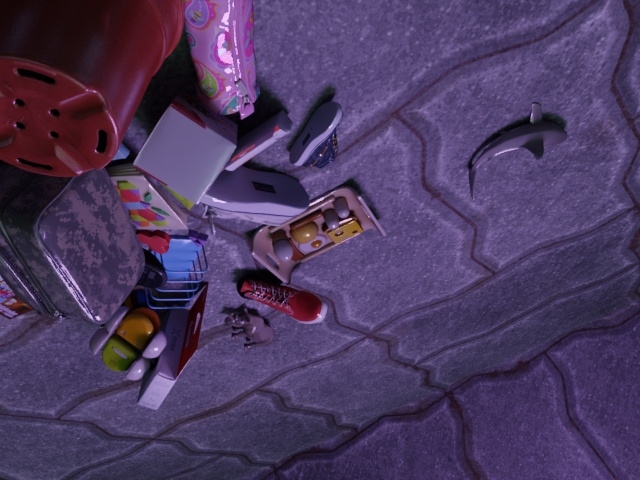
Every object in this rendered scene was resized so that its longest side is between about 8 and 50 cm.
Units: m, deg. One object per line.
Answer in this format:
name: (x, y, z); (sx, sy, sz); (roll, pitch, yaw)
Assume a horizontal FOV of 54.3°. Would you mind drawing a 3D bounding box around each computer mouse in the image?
computer mouse: (-0.450, 0.007, 1.368); (0.262, 0.060, 0.184); (20, 140, -10)

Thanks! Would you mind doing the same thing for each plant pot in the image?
plant pot: (-0.342, -0.246, 0.833); (0.273, 0.264, 0.272); (2, 144, 2)

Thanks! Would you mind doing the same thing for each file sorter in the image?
file sorter: (-0.356, 0.080, 1.522); (0.118, 0.104, 0.170); (3, 142, -29)

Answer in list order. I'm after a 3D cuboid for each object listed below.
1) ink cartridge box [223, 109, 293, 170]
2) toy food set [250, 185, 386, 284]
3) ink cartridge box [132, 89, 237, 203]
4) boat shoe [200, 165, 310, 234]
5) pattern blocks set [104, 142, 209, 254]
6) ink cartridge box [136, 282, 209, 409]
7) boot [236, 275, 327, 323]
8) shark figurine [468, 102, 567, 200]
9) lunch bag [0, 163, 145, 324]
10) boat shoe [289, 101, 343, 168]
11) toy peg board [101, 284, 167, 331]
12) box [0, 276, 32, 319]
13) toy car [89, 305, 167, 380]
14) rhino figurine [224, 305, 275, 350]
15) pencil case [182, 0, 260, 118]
ink cartridge box: (-0.126, -0.177, 1.201); (0.146, 0.179, 0.045); (-31, 114, 17)
toy food set: (0.000, 0.000, 1.594); (0.306, 0.092, 0.219); (-26, 146, 12)
ink cartridge box: (-0.231, -0.170, 1.098); (0.128, 0.176, 0.127); (31, 104, -17)
boat shoe: (-0.201, -0.088, 1.345); (0.156, 0.135, 0.367); (-38, 152, 32)
pattern blocks set: (-0.359, -0.078, 1.233); (0.286, 0.026, 0.325); (-11, 138, 38)
ink cartridge box: (-0.382, 0.261, 1.627); (0.060, 0.275, 0.238); (25, 118, -18)
boot: (-0.113, 0.155, 1.674); (0.244, 0.088, 0.176); (12, 172, 45)
shark figurine: (0.474, -0.213, 1.505); (0.278, 0.116, 0.166); (-26, 145, 7)
lunch bag: (-0.516, 0.001, 1.185); (0.256, 0.212, 0.305); (7, 137, 22)
boat shoe: (0.012, -0.219, 1.310); (0.083, 0.065, 0.183); (5, 147, -34)
toy peg board: (-0.500, 0.195, 1.642); (0.161, 0.079, 0.161); (-17, 148, -3)
box: (-0.694, 0.062, 1.366); (0.201, 0.057, 0.293); (-23, 147, 5)
toy car: (-0.472, 0.246, 1.572); (0.159, 0.136, 0.182); (37, 107, -4)
rhino figurine: (-0.217, 0.263, 1.892); (0.106, 0.073, 0.243); (-20, 146, 9)
pencil case: (-0.156, -0.331, 0.999); (0.124, 0.124, 0.284); (-12, 145, -11)
